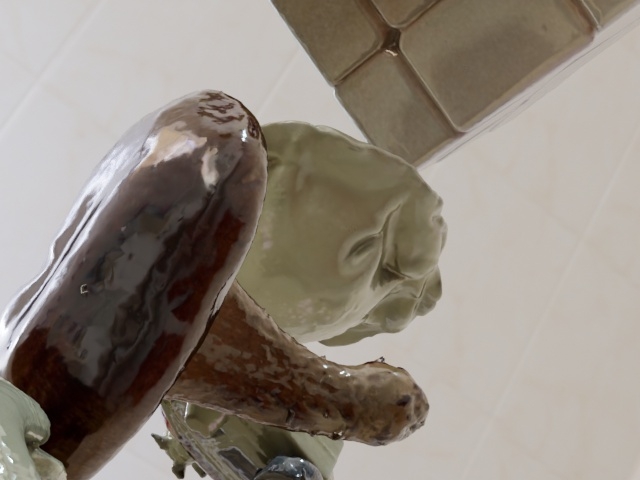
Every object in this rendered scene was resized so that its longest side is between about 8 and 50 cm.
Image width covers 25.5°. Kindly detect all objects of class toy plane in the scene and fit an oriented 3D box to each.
[{"bbox_3d":[-0.012,0.151,0.815,0.108,0.092,0.286,-26,-68,33],"label":"toy plane"}]

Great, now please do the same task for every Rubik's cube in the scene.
[{"bbox_3d":[0.149,-0.289,1.294,0.319,0.322,0.316,-36,-94,31],"label":"Rubik's cube"}]

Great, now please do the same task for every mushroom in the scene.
[{"bbox_3d":[-0.043,0.066,0.706,0.217,0.227,0.148,35,-4,-22],"label":"mushroom"}]

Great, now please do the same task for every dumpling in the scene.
[{"bbox_3d":[0.000,0.000,1.055,0.193,0.147,0.258,-15,-43,20],"label":"dumpling"}]

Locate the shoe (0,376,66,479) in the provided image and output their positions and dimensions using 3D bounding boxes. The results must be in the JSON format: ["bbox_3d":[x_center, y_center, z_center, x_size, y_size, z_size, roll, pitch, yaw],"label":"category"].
[{"bbox_3d":[-0.204,0.078,0.574,0.211,0.132,0.342,31,1,-30],"label":"shoe"}]
